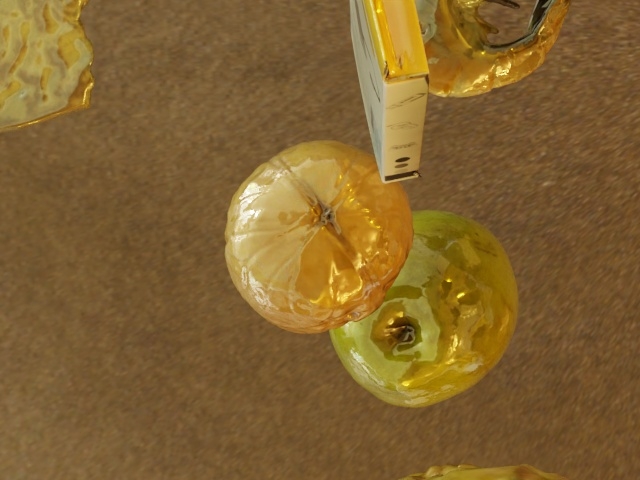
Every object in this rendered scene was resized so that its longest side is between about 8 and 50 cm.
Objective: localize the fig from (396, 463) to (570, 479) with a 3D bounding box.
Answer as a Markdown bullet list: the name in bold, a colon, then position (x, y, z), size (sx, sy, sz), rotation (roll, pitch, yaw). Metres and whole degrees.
- **fig**: position (0.066, 0.300, 0.722), size (0.286, 0.368, 0.286), rotation (18, 119, 35)

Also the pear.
- **pear**: position (0.136, 0.083, 1.589), size (0.253, 0.307, 0.253), rotation (2, 97, 20)

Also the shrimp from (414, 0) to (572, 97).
- **shrimp**: position (0.172, -0.228, 1.149), size (0.254, 0.059, 0.145), rotation (-35, 80, -16)

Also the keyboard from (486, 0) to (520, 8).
- **keyboard**: position (0.003, -0.128, 0.513), size (0.063, 0.198, 0.010), rotation (32, 108, 43)

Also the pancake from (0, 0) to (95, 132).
- **pancake**: position (-0.188, -0.177, 0.701), size (0.212, 0.029, 0.235), rotation (39, 95, -1)

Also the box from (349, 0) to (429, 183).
- **box**: position (0.043, -0.129, 0.806), size (0.033, 0.247, 0.129), rotation (-10, 78, 0)

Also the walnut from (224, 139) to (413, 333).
- **walnut**: position (0.000, 0.000, 1.248), size (0.195, 0.222, 0.195), rotation (0, 68, 1)
